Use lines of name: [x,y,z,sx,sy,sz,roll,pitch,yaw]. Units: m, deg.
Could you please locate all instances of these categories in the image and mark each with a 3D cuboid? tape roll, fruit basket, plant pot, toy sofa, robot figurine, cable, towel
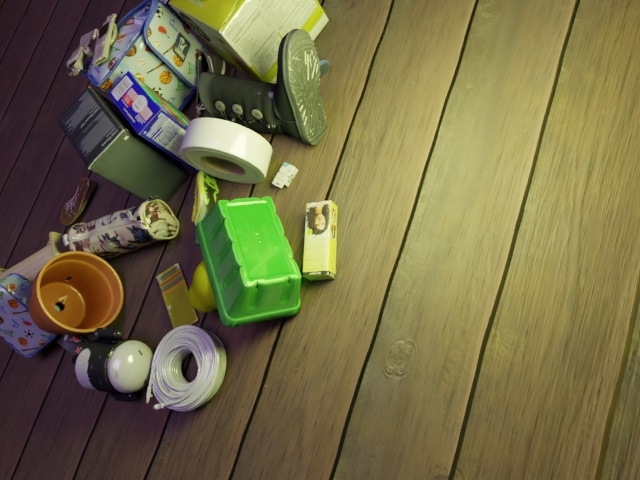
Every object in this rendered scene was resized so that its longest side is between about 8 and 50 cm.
tape roll: [-0.304,-0.284,1.564,0.286,0.286,0.100,7,77,28]
fruit basket: [-0.245,0.095,1.466,0.392,0.282,0.392,24,118,59]
plant pot: [-0.879,0.208,1.700,0.203,0.290,0.291,-27,62,35]
toy sofa: [-1.098,0.128,1.889,0.362,0.150,0.177,-27,68,16]
robot figurine: [-0.673,0.406,1.577,0.278,0.209,0.174,-4,50,26]
cable: [-0.409,0.395,1.497,0.257,0.089,0.257,-7,69,23]
towel: [-0.488,0.196,1.642,0.102,0.021,0.237,-35,61,12]

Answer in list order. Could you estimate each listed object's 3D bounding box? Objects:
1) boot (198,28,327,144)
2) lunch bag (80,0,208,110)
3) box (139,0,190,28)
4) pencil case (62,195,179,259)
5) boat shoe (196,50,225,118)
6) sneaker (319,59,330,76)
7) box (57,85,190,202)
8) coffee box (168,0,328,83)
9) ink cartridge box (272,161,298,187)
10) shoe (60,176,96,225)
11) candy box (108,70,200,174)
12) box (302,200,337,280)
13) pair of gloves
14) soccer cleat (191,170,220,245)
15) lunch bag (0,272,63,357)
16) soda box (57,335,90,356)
boot: [-0.213,-0.508,1.572,0.445,0.367,0.146,20,48,31]
lunch bag: [-0.630,-0.661,1.825,0.385,0.328,0.239,-51,55,0]
box: [-0.646,-0.956,2.030,0.142,0.163,0.247,40,92,29]
pencil case: [-0.725,-0.033,1.743,0.410,0.183,0.160,-15,68,22]
boat shoe: [-0.430,-0.552,1.811,0.112,0.095,0.335,-10,71,37]
sneaker: [-0.033,-0.587,1.670,0.144,0.053,0.059,-26,61,15]
box: [-0.701,-0.327,1.738,0.179,0.343,0.312,-47,59,3]
coffee box: [-0.245,-0.798,1.681,0.337,0.334,0.338,39,92,31]
ink cartridge box: [-0.117,-0.211,1.595,0.048,0.028,0.083,30,87,31]
shoe: [-0.995,-0.156,1.996,0.076,0.058,0.219,30,91,11]
candy box: [-0.544,-0.406,1.703,0.122,0.317,0.268,-45,61,4]
box: [0.000,0.000,1.449,0.087,0.058,0.232,-7,71,24]
pair of gloves: [-0.829,-0.704,1.744,0.240,0.042,0.204,-7,63,32]
soccer cleat: [-0.409,-0.118,1.671,0.121,0.093,0.289,-23,63,25]
lunch bag: [-1.105,0.275,1.768,0.243,0.115,0.303,-36,105,21]
soda box: [-0.876,0.381,1.749,0.168,0.053,0.060,21,83,30]
